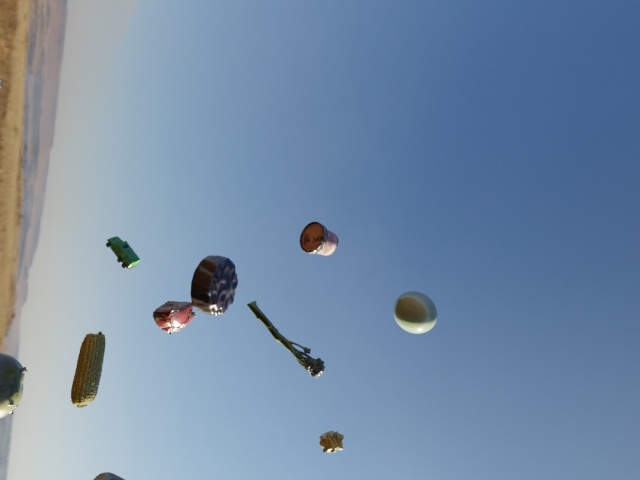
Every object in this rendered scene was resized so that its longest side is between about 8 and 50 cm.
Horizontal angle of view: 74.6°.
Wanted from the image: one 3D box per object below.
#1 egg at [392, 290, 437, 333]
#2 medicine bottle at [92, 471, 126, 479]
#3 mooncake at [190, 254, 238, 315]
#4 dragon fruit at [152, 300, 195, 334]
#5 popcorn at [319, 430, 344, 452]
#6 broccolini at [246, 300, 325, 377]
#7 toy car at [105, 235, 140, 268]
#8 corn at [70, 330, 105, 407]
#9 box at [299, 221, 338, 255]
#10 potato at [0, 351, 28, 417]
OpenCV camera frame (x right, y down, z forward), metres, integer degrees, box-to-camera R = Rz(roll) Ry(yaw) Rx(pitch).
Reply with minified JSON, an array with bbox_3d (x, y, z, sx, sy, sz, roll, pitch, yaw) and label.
[{"bbox_3d":[0.345,0.262,1.533,0.192,0.149,0.150,-169,-94,-73],"label":"egg"},{"bbox_3d":[-0.787,1.057,1.572,0.375,0.282,0.123,-66,174,21],"label":"medicine bottle"},{"bbox_3d":[-0.489,0.212,1.984,0.141,0.283,0.283,10,-86,13],"label":"mooncake"},{"bbox_3d":[-0.606,0.335,1.755,0.120,0.127,0.161,4,-65,18],"label":"dragon fruit"},{"bbox_3d":[0.036,0.620,1.298,0.082,0.083,0.057,133,-53,-63],"label":"popcorn"},{"bbox_3d":[-0.128,0.371,1.624,0.392,0.074,0.079,48,-32,1],"label":"broccolini"},{"bbox_3d":[-0.886,0.049,1.888,0.062,0.071,0.165,-36,-88,22],"label":"toy car"},{"bbox_3d":[-0.738,0.410,1.339,0.080,0.080,0.238,-6,-105,55],"label":"corn"},{"bbox_3d":[0.000,0.000,1.985,0.151,0.135,0.151,-15,-113,37],"label":"box"},{"bbox_3d":[-1.312,0.536,1.561,0.219,0.358,0.270,122,-30,-41],"label":"potato"}]
